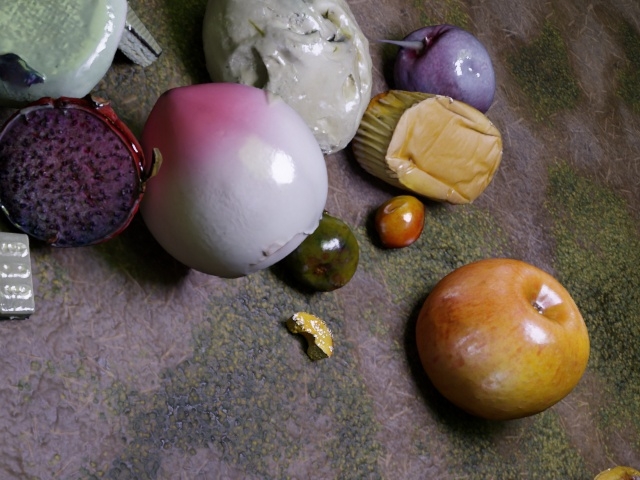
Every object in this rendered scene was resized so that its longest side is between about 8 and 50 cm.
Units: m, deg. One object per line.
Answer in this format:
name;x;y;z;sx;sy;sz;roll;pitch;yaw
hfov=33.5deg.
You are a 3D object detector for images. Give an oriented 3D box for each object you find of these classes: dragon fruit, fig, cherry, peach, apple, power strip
dragon fruit;-0.344;-0.109;1.527;0.218;0.224;0.148;41;14;-7
fig;0.007;-0.007;1.820;0.132;0.126;0.185;22;57;-16
cherry;0.253;-0.340;2.169;0.266;0.213;0.184;33;92;-36
peach;0.150;-0.036;1.978;0.100;0.100;0.101;21;55;-33
apple;0.329;0.172;1.906;0.299;0.275;0.299;19;53;-27
power strip;-0.426;0.049;1.460;0.056;0.032;0.123;5;65;-39

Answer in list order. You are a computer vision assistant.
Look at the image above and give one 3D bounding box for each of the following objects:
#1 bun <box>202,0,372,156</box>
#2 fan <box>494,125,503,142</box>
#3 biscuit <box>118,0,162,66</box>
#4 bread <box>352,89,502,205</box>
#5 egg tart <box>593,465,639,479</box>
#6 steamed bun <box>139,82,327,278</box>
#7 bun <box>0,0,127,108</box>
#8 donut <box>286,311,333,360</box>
bun;-0.036;-0.327;1.885;0.326;0.234;0.362;-38;101;-52
fan;0.327;-0.211;2.302;0.152;0.008;0.227;42;45;-17
biscuit;-0.348;-0.384;1.703;0.252;0.052;0.150;53;9;-17
bread;0.199;-0.190;2.035;0.288;0.204;0.156;10;18;-37
egg tart;0.569;0.595;1.969;0.339;0.153;0.352;19;55;-34
steamed bun;-0.152;-0.115;1.592;0.309;0.309;0.310;21;55;-33
bun;-0.433;-0.327;1.557;0.293;0.187;0.293;2;84;-19
donut;-0.021;0.158;1.763;0.083;0.038;0.067;22;56;-26
